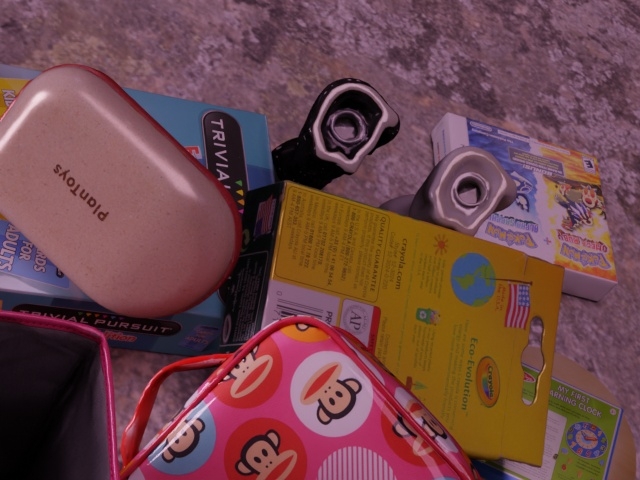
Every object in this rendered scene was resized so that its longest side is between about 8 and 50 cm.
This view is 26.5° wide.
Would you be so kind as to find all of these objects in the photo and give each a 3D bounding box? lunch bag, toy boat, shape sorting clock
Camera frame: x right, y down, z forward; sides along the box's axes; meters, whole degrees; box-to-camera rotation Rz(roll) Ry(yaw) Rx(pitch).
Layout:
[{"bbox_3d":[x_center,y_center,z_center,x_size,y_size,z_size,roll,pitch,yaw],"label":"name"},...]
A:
[{"bbox_3d":[-0.048,0.205,1.041,0.258,0.293,0.120,47,2,13],"label":"lunch bag"},{"bbox_3d":[-0.164,-0.042,1.161,0.231,0.151,0.151,44,19,6],"label":"toy boat"},{"bbox_3d":[0.216,0.197,1.346,0.206,0.040,0.206,7,60,-13],"label":"shape sorting clock"}]

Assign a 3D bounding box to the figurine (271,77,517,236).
[{"bbox_3d":[0.061,-0.060,1.358,0.215,0.209,0.092,28,75,-11],"label":"figurine"}]

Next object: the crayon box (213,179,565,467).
[{"bbox_3d":[0.069,0.085,1.234,0.319,0.081,0.202,17,76,-27],"label":"crayon box"}]

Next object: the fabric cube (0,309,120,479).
[{"bbox_3d":[-0.289,0.216,0.901,0.254,0.258,0.259,7,53,-24],"label":"fabric cube"}]

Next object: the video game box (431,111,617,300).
[{"bbox_3d":[0.227,-0.039,1.531,0.205,0.048,0.187,14,53,-19],"label":"video game box"}]

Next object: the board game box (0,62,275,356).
[{"bbox_3d":[-0.204,-0.029,1.258,0.336,0.079,0.253,8,53,-24],"label":"board game box"}]
